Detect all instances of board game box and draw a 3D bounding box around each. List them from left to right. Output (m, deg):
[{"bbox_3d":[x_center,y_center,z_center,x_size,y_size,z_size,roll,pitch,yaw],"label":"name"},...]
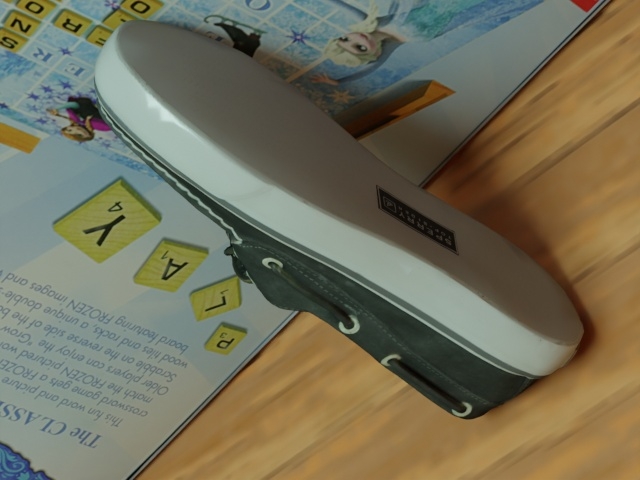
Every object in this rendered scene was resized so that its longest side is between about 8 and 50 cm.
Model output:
[{"bbox_3d":[-0.104,-0.064,0.459,0.318,0.318,0.066,-45,46,17],"label":"board game box"}]

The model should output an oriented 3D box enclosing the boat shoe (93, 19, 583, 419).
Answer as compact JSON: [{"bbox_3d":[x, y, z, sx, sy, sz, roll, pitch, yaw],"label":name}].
[{"bbox_3d":[0.000,0.000,0.466,0.040,0.142,0.049,-47,20,28],"label":"boat shoe"}]
